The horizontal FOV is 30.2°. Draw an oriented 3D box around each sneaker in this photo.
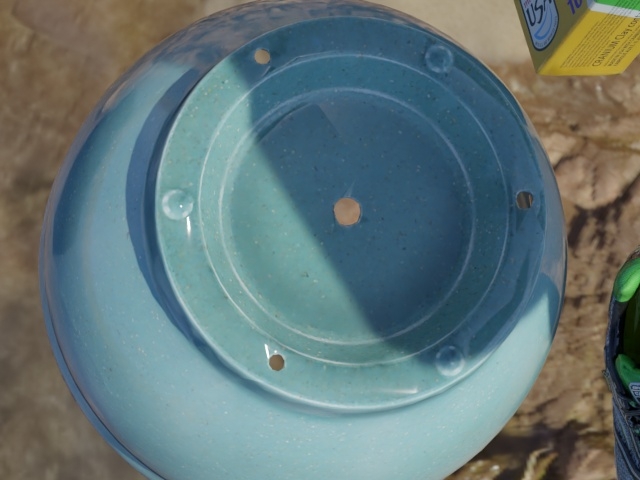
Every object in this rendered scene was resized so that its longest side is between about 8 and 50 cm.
[{"bbox_3d":[0.340,0.170,1.212,0.134,0.146,0.344,-6,92,33],"label":"sneaker"}]

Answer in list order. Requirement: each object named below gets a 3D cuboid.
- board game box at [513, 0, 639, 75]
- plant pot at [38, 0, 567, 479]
[{"bbox_3d":[0.162,-0.292,0.687,0.242,0.064,0.317,123,139,-59],"label":"board game box"},{"bbox_3d":[0.000,0.000,0.598,0.293,0.196,0.293,1,81,-8],"label":"plant pot"}]
